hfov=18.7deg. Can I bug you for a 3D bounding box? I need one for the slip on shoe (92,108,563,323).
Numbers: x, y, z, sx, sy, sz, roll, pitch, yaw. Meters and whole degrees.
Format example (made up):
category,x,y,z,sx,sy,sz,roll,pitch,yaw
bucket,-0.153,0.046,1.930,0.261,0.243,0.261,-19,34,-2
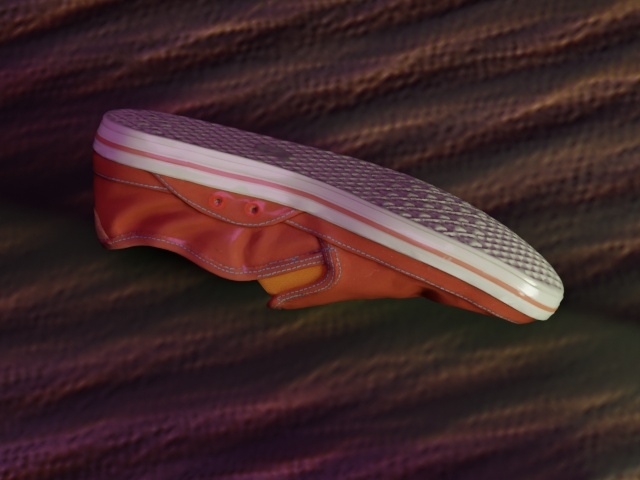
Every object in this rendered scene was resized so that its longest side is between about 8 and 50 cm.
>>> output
category,x,y,z,sx,sy,sz,roll,pitch,yaw
slip on shoe,0.000,0.000,1.304,0.331,0.123,0.101,16,105,7
